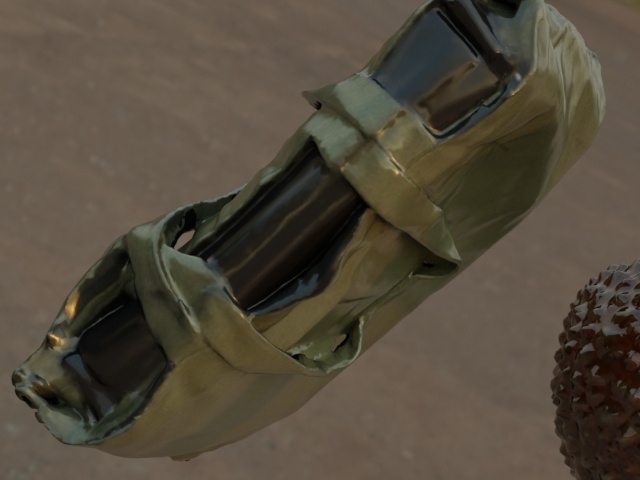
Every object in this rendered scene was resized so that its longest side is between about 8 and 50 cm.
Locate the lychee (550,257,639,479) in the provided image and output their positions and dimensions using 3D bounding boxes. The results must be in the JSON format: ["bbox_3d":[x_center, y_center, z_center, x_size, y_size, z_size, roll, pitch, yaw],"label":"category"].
[{"bbox_3d":[0.203,0.088,1.022,0.165,0.165,0.197,17,-18,-36],"label":"lychee"}]

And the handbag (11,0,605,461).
[{"bbox_3d":[0.002,-0.003,0.860,0.109,0.316,0.253,51,9,12],"label":"handbag"}]
